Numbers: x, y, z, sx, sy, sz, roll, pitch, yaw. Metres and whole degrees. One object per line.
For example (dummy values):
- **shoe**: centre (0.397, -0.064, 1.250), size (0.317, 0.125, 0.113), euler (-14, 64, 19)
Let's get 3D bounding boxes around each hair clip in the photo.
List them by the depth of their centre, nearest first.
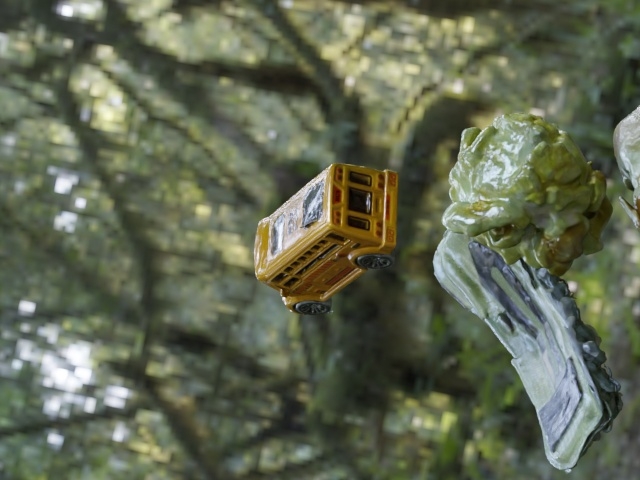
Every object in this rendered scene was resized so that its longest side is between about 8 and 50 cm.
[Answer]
- **hair clip**: centre (0.226, 0.085, 1.861), size (0.321, 0.091, 0.138), euler (62, 141, 37)

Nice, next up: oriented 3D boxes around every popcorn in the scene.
- **popcorn**: centre (0.183, -0.047, 1.635), size (0.135, 0.162, 0.141), euler (-113, 18, -64)

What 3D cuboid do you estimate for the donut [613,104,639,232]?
- **donut**: centre (0.374, -0.002, 1.399), size (0.170, 0.360, 0.360), euler (-44, -5, 14)

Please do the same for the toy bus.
- **toy bus**: centre (0.000, 0.000, 1.394), size (0.162, 0.074, 0.069), euler (-38, 44, 56)
